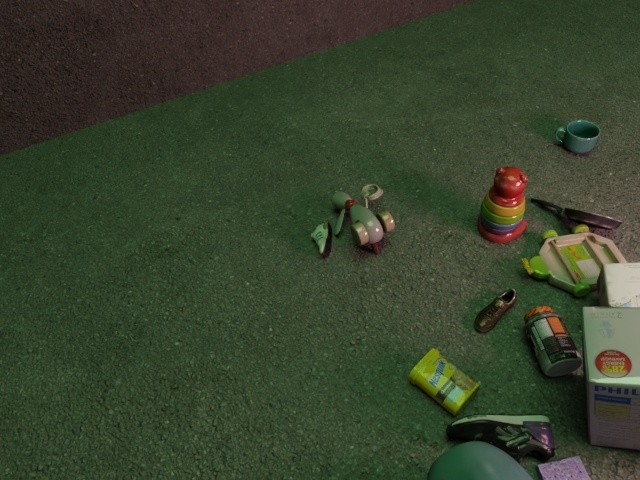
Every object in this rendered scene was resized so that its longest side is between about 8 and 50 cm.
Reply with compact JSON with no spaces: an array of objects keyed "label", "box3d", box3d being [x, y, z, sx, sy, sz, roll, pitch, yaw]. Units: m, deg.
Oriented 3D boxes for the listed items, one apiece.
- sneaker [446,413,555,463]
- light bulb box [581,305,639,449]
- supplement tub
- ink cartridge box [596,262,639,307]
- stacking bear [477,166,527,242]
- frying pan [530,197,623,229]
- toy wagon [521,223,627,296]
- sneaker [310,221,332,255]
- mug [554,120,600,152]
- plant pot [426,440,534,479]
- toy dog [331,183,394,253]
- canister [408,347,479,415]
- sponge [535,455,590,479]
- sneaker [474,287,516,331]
[{"label":"sneaker","box3d":[0.488,0.541,1.368,0.283,0.107,0.124,-3,54,4]},{"label":"light bulb box","box3d":[0.854,0.352,1.261,0.357,0.361,0.225,-4,46,26]},{"label":"supplement tub","box3d":[0.698,0.304,1.540,0.116,0.117,0.191,-8,48,0]},{"label":"ink cartridge box","box3d":[0.936,0.201,1.508,0.168,0.171,0.233,-3,68,21]},{"label":"stacking bear","box3d":[0.664,-0.142,1.823,0.175,0.289,0.164,28,57,28]},{"label":"frying pan","box3d":[0.926,-0.099,1.858,0.325,0.197,0.053,18,97,25]},{"label":"toy wagon","box3d":[0.863,0.074,1.757,0.344,0.068,0.267,-10,48,-1]},{"label":"sneaker","box3d":[0.000,0.000,1.946,0.075,0.057,0.161,-11,47,20]},{"label":"mug","box3d":[1.097,-0.440,2.163,0.129,0.097,0.157,-33,52,-20]},{"label":"plant pot","box3d":[0.383,0.628,1.192,0.292,0.293,0.235,-16,35,-7]},{"label":"toy dog","box3d":[0.158,-0.064,1.942,0.219,0.161,0.334,-10,33,2]},{"label":"canister","box3d":[0.368,0.420,1.507,0.126,0.073,0.169,-39,57,-24]},{"label":"sponge","box3d":[0.645,0.664,1.283,0.117,0.031,0.210,-10,48,-2]},{"label":"sneaker","box3d":[0.571,0.220,1.659,0.188,0.071,0.066,-37,54,-24]}]
